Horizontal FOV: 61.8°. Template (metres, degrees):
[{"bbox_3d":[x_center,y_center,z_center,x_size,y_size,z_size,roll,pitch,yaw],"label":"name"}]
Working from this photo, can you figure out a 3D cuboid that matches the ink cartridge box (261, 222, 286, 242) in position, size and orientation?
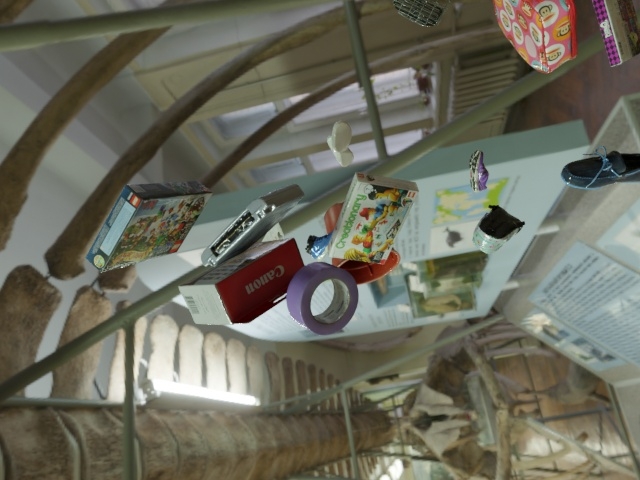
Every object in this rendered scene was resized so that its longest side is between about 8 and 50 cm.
[{"bbox_3d":[-0.175,0.053,2.116,0.056,0.225,0.181,5,-136,-38],"label":"ink cartridge box"}]

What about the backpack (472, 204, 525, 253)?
[{"bbox_3d":[0.653,-0.036,1.996,0.182,0.152,0.115,-34,-34,-36],"label":"backpack"}]

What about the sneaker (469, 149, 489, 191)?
[{"bbox_3d":[0.620,-0.272,2.075,0.068,0.071,0.170,-109,9,-60],"label":"sneaker"}]

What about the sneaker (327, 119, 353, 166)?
[{"bbox_3d":[0.057,-0.346,1.851,0.094,0.080,0.212,48,165,28],"label":"sneaker"}]

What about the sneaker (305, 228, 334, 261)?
[{"bbox_3d":[0.000,0.001,1.862,0.152,0.084,0.058,-56,1,38],"label":"sneaker"}]

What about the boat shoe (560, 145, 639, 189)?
[{"bbox_3d":[0.760,-0.202,1.397,0.089,0.258,0.109,92,166,-59],"label":"boat shoe"}]

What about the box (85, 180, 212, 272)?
[{"bbox_3d":[-0.314,-0.033,1.009,0.044,0.159,0.233,38,-162,10],"label":"box"}]

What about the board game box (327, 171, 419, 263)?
[{"bbox_3d":[0.154,-0.061,1.641,0.053,0.192,0.305,-98,20,-47],"label":"board game box"}]

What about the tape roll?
[{"bbox_3d":[0.006,0.157,1.461,0.080,0.188,0.189,17,126,57],"label":"tape roll"}]

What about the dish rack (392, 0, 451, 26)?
[{"bbox_3d":[0.376,-0.862,1.783,0.074,0.208,0.272,-16,-42,-58],"label":"dish rack"}]

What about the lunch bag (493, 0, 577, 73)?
[{"bbox_3d":[0.567,-0.622,1.438,0.258,0.120,0.293,47,-162,-52],"label":"lunch bag"}]

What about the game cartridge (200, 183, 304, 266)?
[{"bbox_3d":[-0.178,-0.042,1.431,0.060,0.294,0.196,55,-146,7],"label":"game cartridge"}]

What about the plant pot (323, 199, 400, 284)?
[{"bbox_3d":[0.142,-0.004,2.087,0.272,0.272,0.265,65,-172,-61],"label":"plant pot"}]

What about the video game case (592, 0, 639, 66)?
[{"bbox_3d":[0.968,-0.700,1.732,0.041,0.210,0.232,-8,107,53],"label":"video game case"}]

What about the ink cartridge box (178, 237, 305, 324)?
[{"bbox_3d":[-0.198,0.113,1.543,0.309,0.271,0.130,-33,-73,-41],"label":"ink cartridge box"}]
